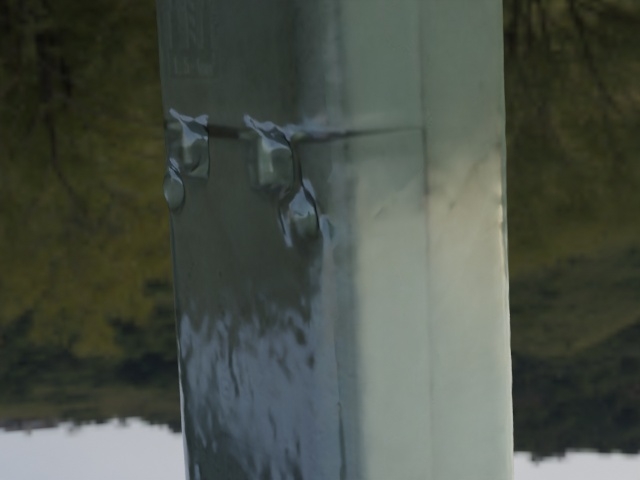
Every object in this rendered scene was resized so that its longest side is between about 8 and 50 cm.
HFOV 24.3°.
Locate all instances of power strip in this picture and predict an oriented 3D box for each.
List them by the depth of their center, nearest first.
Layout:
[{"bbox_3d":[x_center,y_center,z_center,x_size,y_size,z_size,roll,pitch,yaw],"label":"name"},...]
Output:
[{"bbox_3d":[0.000,0.000,0.362,0.053,0.288,0.093,-7,-169,-29],"label":"power strip"}]
